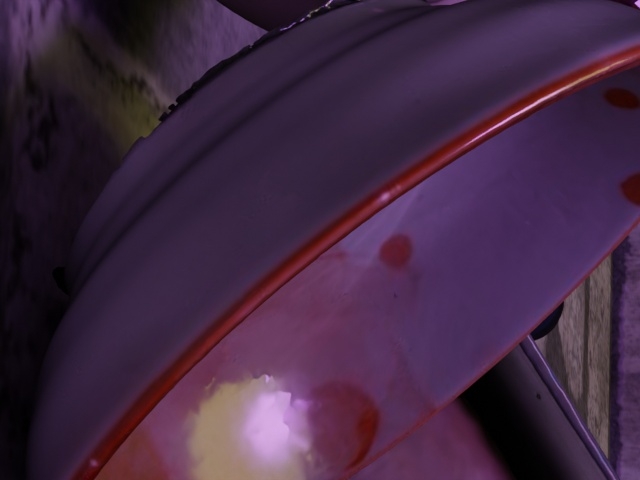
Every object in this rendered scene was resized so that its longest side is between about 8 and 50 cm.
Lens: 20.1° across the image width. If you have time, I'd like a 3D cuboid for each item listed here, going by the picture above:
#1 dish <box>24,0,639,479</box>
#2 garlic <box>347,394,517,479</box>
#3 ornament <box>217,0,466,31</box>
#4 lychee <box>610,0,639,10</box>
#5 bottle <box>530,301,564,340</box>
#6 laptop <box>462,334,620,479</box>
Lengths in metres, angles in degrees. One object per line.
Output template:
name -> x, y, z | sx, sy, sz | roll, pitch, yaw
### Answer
dish -> 0.000, 0.000, 0.552 | 0.085, 0.260, 0.260 | 52, 5, 16
garlic -> 0.038, 0.145, 0.804 | 0.196, 0.151, 0.338 | -99, 163, -59
ornament -> 0.009, -0.157, 0.600 | 0.177, 0.177, 0.178 | 0, 90, -76
lychee -> 0.113, -0.154, 0.902 | 0.271, 0.271, 0.271 | 0, 90, -76
bottle -> 0.121, 0.022, 1.213 | 0.082, 0.072, 0.244 | -65, 163, -5
laptop -> 0.081, 0.082, 0.833 | 0.188, 0.015, 0.269 | 58, -9, 7
